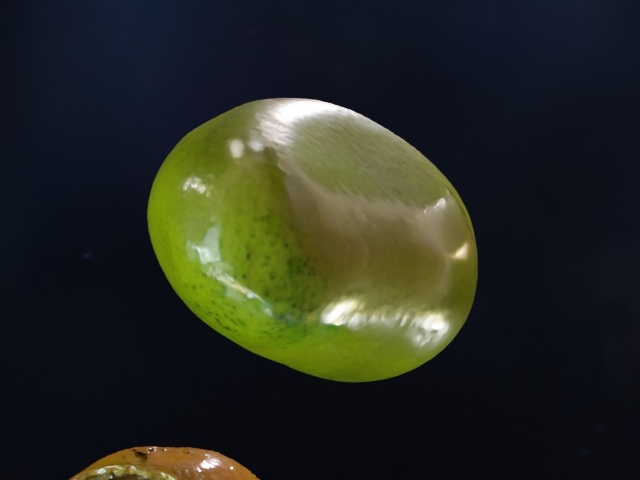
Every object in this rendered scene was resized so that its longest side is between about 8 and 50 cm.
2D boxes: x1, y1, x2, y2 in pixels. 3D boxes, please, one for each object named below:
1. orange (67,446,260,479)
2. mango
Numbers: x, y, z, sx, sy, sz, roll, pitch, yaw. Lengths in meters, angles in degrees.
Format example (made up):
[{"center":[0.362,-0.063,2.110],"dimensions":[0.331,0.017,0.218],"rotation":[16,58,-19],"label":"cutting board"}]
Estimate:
[{"center":[-0.080,0.176,1.028],"dimensions":[0.155,0.134,0.154],"rotation":[4,-132,-4],"label":"orange"},{"center":[-0.003,-0.005,0.757],"dimensions":[0.163,0.089,0.117],"rotation":[22,-146,-57],"label":"mango"}]
